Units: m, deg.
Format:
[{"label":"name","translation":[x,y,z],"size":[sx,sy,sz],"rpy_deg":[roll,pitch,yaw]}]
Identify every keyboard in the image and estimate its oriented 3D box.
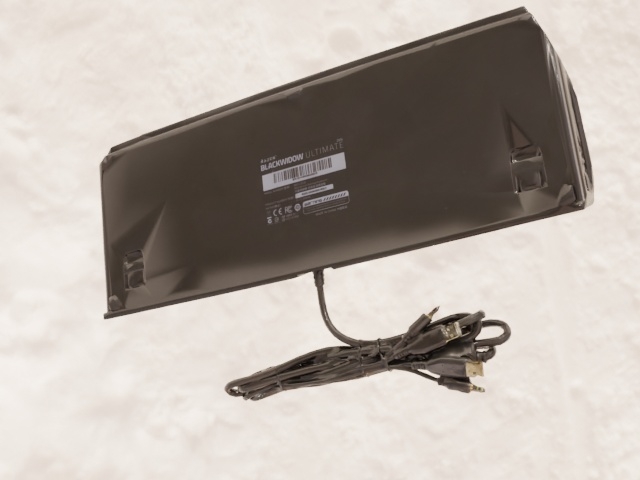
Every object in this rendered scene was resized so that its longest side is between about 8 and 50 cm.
[{"label":"keyboard","translation":[0.000,0.000,0.521],"size":[0.317,0.202,0.033],"rpy_deg":[-14,163,27]}]
